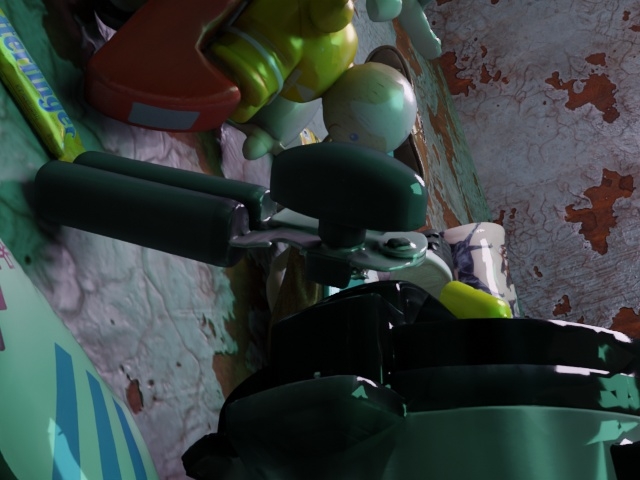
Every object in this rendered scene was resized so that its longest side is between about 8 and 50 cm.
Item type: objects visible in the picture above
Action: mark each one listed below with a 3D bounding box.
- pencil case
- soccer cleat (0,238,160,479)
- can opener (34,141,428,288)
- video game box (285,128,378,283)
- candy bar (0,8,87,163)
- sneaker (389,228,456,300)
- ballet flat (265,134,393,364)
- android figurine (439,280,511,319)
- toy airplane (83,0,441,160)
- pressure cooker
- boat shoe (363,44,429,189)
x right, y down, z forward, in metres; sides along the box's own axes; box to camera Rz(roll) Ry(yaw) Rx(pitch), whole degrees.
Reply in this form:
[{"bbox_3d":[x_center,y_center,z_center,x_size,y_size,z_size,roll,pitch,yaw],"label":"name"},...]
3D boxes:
[{"bbox_3d":[0.340,0.153,1.572,0.184,0.160,0.410,25,47,-52],"label":"pencil case"},{"bbox_3d":[-0.171,0.078,0.389,0.143,0.116,0.331,-99,167,-75],"label":"soccer cleat"},{"bbox_3d":[-0.060,-0.028,0.509,0.074,0.281,0.093,-31,126,-61],"label":"can opener"},{"bbox_3d":[0.010,-0.035,1.048,0.187,0.048,0.205,33,41,-64],"label":"video game box"},{"bbox_3d":[-0.219,-0.124,0.563,0.161,0.018,0.040,63,20,-21],"label":"candy bar"},{"bbox_3d":[0.169,0.037,1.331,0.296,0.105,0.146,47,27,-60],"label":"sneaker"},{"bbox_3d":[0.000,0.000,0.854,0.116,0.124,0.342,39,46,-38],"label":"ballet flat"},{"bbox_3d":[0.144,0.175,0.890,0.056,0.248,0.273,24,2,-29],"label":"android figurine"},{"bbox_3d":[0.015,-0.209,0.725,0.272,0.384,0.386,60,18,1],"label":"toy airplane"},{"bbox_3d":[0.091,0.237,0.499,0.369,0.376,0.420,109,-16,-53],"label":"pressure cooker"},{"bbox_3d":[0.146,-0.225,1.526,0.104,0.111,0.307,18,64,-71],"label":"boat shoe"}]
